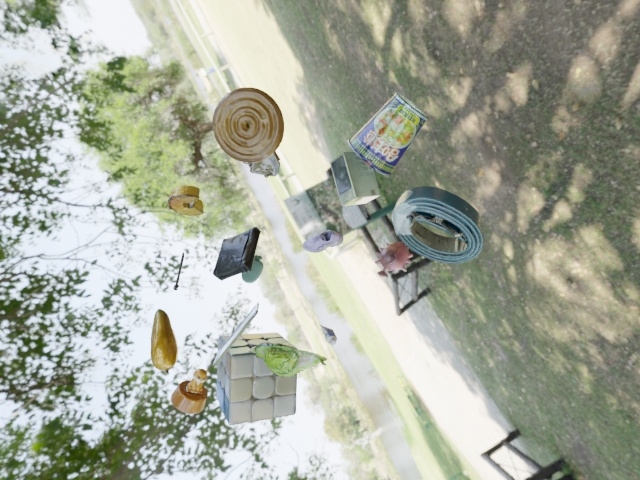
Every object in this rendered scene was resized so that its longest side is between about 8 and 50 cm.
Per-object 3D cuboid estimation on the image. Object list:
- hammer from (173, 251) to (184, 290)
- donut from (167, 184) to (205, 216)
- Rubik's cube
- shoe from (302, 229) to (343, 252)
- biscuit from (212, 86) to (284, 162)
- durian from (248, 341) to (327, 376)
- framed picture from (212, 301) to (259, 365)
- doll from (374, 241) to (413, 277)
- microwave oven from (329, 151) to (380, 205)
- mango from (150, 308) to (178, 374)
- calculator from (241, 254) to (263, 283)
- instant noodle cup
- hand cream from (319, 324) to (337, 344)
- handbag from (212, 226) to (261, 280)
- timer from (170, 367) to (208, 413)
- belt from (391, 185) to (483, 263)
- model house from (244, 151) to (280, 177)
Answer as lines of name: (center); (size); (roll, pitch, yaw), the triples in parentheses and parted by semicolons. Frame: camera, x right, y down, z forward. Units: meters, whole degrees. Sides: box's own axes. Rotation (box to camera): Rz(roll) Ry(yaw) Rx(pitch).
hammer: (-0.630, 0.136, 1.849); (0.065, 0.021, 0.178); (-27, 51, 62)
donut: (-0.565, -0.168, 1.726); (0.181, 0.146, 0.078); (101, 167, -67)
Rubik's cube: (-0.332, 0.684, 2.108); (0.344, 0.347, 0.346); (-175, 88, -66)
shoe: (0.000, 0.000, 2.363); (0.138, 0.245, 0.095); (39, -141, -62)
biscuit: (-0.254, -0.402, 1.437); (0.261, 0.262, 0.037); (65, -169, -8)
durian: (-0.155, 0.478, 1.656); (0.132, 0.376, 0.106); (66, -145, -42)
framed picture: (-0.315, 0.351, 1.575); (0.014, 0.252, 0.197); (39, 176, -6)
doll: (0.422, 0.104, 2.401); (0.211, 0.261, 0.093); (24, 165, 28)
microwave oven: (0.177, -0.312, 2.084); (0.145, 0.194, 0.240); (-26, 76, 53)
mango: (-0.737, 0.472, 1.937); (0.176, 0.119, 0.316); (94, 159, -60)
calculator: (-0.336, 0.141, 2.046); (0.095, 0.152, 0.021); (22, 164, 4)
instant noodle cup: (0.327, -0.503, 1.920); (0.284, 0.312, 0.284); (31, -154, -17)
hand cream: (0.047, 0.479, 2.100); (0.084, 0.053, 0.142); (26, -164, -23)
handbag: (-0.393, 0.058, 1.933); (0.080, 0.223, 0.246); (41, -139, -36)
timer: (-0.469, 0.545, 1.545); (0.132, 0.152, 0.132); (26, -169, -5)
belt: (0.547, -0.069, 1.932); (0.437, 0.173, 0.300); (30, 127, 4)
model house: (-0.339, -0.493, 2.288); (0.219, 0.200, 0.229); (-58, 48, 40)
